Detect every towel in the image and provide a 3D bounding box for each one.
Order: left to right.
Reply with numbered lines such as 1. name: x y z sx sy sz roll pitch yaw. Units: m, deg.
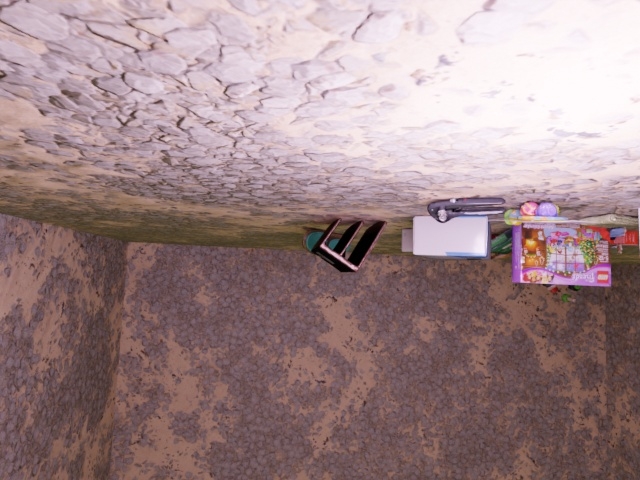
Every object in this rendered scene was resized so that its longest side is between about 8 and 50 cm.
1. towel: 0.834 -0.055 1.235 0.148 0.027 0.110 3 176 -20

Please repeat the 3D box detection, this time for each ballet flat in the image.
1. ballet flat: 0.000 0.000 1.971 0.124 0.116 0.342 23 -167 37

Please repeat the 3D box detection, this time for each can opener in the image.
1. can opener: 0.356 -0.083 1.059 0.186 0.073 0.059 -4 134 30

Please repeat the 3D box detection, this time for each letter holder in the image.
1. letter holder: 0.099 -0.013 1.550 0.152 0.214 0.302 35 173 -3

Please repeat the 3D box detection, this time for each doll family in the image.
1. doll family: 0.955 0.006 1.460 0.112 0.076 0.193 -4 131 22

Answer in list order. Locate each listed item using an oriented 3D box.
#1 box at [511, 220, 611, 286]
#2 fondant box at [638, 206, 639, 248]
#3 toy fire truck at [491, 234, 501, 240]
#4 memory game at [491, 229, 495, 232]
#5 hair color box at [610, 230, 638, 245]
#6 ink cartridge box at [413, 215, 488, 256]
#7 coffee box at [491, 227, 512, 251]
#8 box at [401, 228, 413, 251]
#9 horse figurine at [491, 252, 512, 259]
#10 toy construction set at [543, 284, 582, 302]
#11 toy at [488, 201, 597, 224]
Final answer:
1. box: 0.750 0.038 1.344 0.294 0.200 0.057 2 175 -5
2. fondant box: 0.951 0.041 1.055 0.331 0.238 0.096 4 174 -16
3. toy fire truck: 0.684 0.004 1.802 0.135 0.047 0.192 -2 177 11
4. memory game: 0.583 -0.035 1.675 0.186 0.012 0.186 2 175 0
5. hair color box: 1.027 -0.006 1.552 0.167 0.053 0.093 0 175 8
6. ink cartridge box: 0.453 0.000 1.456 0.223 0.128 0.307 0 175 24
7. coffee box: 0.725 0.006 1.660 0.184 0.040 0.113 7 143 -47
8. box: 0.456 0.010 1.782 0.275 0.094 0.113 6 174 -44
9. horse figurine: 0.818 0.054 1.993 0.175 0.066 0.263 -15 172 18
10. toy construction set: 1.016 0.092 1.964 0.309 0.257 0.237 25 -178 -14
11. toy: 0.537 -0.068 1.070 0.137 0.056 0.237 -1 180 -7
